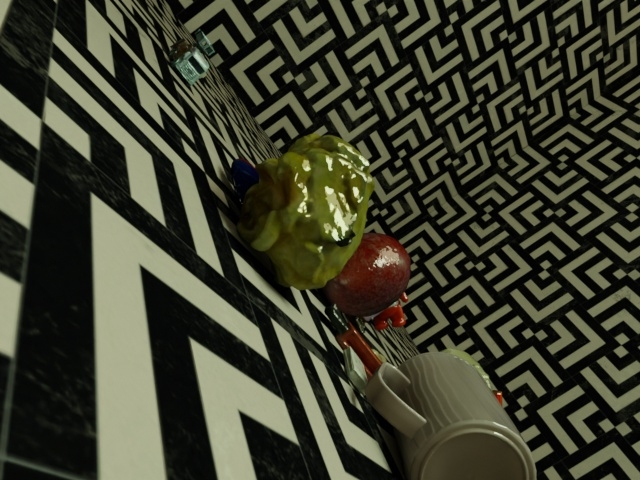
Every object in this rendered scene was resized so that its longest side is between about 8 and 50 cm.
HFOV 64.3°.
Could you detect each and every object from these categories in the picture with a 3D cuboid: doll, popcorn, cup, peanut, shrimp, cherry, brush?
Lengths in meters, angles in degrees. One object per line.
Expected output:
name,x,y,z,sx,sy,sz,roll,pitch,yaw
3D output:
doll,0.208,0.155,1.846,0.105,0.199,0.337,-12,86,-51
popcorn,-0.018,-0.053,0.905,0.252,0.215,0.287,37,57,-49
cup,0.223,0.320,0.909,0.289,0.208,0.273,64,5,-8
peanut,0.141,0.298,1.286,0.083,0.037,0.037,53,5,-48
shrimp,0.126,0.162,1.403,0.035,0.148,0.195,43,13,-28
cherry,0.099,0.076,1.276,0.239,0.239,0.206,50,27,-47
brush,0.108,0.273,1.097,0.323,0.051,0.070,52,-2,-5

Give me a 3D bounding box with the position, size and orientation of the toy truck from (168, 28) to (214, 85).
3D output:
toy truck,-0.354,-0.510,1.419,0.080,0.115,0.178,51,8,-39

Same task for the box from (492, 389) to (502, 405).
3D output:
box,0.395,0.486,1.333,0.313,0.089,0.198,76,18,-76

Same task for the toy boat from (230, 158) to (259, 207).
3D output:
toy boat,-0.125,-0.085,1.130,0.219,0.071,0.318,58,2,-8

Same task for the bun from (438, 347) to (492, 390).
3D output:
bun,0.280,0.385,1.171,0.152,0.260,0.259,9,23,-17

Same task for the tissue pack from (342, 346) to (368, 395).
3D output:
tissue pack,0.068,0.250,0.984,0.056,0.023,0.108,55,5,-9

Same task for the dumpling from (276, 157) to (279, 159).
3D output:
dumpling,-0.032,-0.112,1.432,0.243,0.187,0.318,52,9,-37

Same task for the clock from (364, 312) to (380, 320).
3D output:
clock,0.084,0.087,1.692,0.322,0.113,0.295,57,5,38
